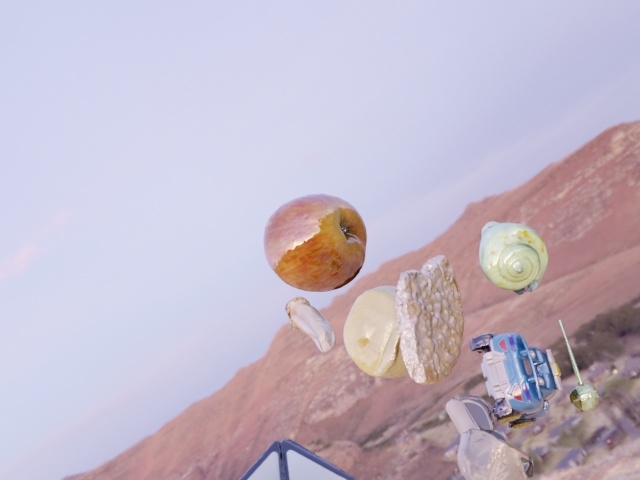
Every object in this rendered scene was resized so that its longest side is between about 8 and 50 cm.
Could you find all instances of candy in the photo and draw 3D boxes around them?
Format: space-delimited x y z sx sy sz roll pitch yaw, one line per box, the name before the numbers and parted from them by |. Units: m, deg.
candy | 0.551 0.269 1.412 0.061 0.203 0.061 -12 -17 -4

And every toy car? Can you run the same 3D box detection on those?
toy car | 0.460 0.312 1.476 0.165 0.198 0.314 -19 -27 20

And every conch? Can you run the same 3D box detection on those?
conch | 0.405 0.035 1.381 0.250 0.143 0.137 4 -72 -81

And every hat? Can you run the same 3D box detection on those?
hat | 0.402 0.515 1.630 0.161 0.275 0.232 -33 -46 -5

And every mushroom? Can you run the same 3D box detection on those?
mushroom | -0.017 0.190 1.445 0.071 0.084 0.209 -25 23 -15

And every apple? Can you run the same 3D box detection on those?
apple | 0.000 0.000 1.793 0.309 0.278 0.250 -23 -11 -34

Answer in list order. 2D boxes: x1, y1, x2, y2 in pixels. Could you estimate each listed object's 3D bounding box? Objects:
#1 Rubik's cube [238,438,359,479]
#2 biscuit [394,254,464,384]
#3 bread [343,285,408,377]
Rubik's cube | -0.028 0.479 0.911 0.248 0.250 0.247 -37 -47 -39
biscuit | 0.185 0.125 1.110 0.040 0.188 0.265 -22 32 39
bread | 0.244 0.320 2.256 0.320 0.321 0.237 -41 -30 23
